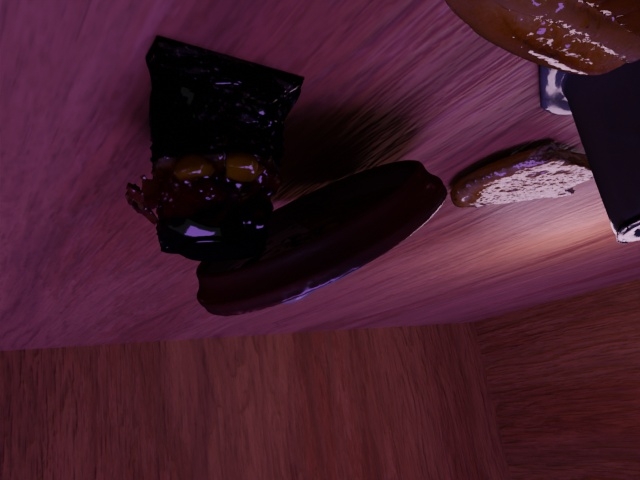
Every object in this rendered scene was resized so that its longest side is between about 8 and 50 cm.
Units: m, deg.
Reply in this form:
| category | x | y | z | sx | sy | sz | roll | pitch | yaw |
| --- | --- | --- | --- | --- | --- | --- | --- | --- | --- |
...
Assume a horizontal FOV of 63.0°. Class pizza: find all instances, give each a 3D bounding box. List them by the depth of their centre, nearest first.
| category | x | y | z | sx | sy | sz | roll | pitch | yaw |
| --- | --- | --- | --- | --- | --- | --- | --- | --- | --- |
| pizza | 0.337 | -0.099 | 0.805 | 0.262 | 0.034 | 0.181 | -4 | 163 | -13 |

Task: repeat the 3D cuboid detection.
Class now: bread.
| category | x | y | z | sx | sy | sz | roll | pitch | yaw |
| --- | --- | --- | --- | --- | --- | --- | --- | --- | --- |
| bread | 0.164 | -0.184 | 0.326 | 0.236 | 0.106 | 0.140 | 4 | 157 | -38 |

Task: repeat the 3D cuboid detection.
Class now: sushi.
| category | x | y | z | sx | sy | sz | roll | pitch | yaw |
| --- | --- | --- | --- | --- | --- | --- | --- | --- | --- |
| sushi | -0.106 | -0.061 | 0.504 | 0.153 | 0.150 | 0.172 | 3 | 159 | -36 |

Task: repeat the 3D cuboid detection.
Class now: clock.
| category | x | y | z | sx | sy | sz | roll | pitch | yaw |
| --- | --- | --- | --- | --- | --- | --- | --- | --- | --- |
| clock | 0.000 | 0.000 | 0.629 | 0.319 | 0.080 | 0.318 | -24 | -166 | 7 |

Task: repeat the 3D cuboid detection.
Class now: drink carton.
| category | x | y | z | sx | sy | sz | roll | pitch | yaw |
| --- | --- | --- | --- | --- | --- | --- | --- | --- | --- |
| drink carton | 0.346 | -0.113 | 0.522 | 0.186 | 0.189 | 0.191 | -20 | 161 | 17 |
